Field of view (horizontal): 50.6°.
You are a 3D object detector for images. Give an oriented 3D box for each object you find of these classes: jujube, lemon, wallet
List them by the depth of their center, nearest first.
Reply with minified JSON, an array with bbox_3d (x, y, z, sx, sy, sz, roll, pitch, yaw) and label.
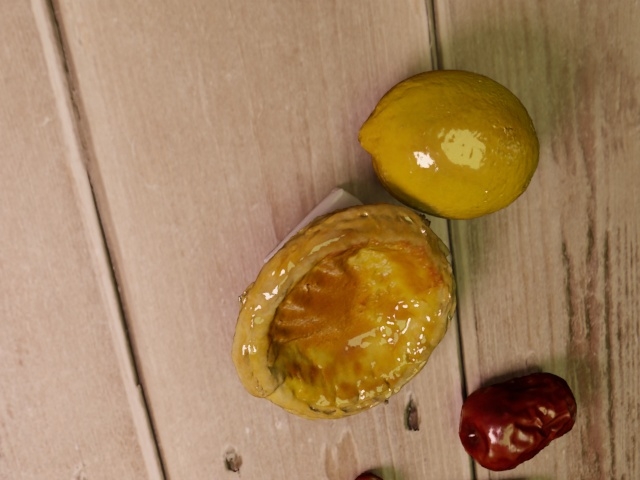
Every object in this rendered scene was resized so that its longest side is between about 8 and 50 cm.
[{"bbox_3d":[0.205,-0.147,1.048,0.263,0.236,0.236,-9,107,-36],"label":"lemon"},{"bbox_3d":[0.000,0.000,1.120,0.190,0.033,0.095,-45,114,-3],"label":"wallet"},{"bbox_3d":[0.369,0.330,1.260,0.230,0.155,0.155,-17,108,-15],"label":"jujube"}]

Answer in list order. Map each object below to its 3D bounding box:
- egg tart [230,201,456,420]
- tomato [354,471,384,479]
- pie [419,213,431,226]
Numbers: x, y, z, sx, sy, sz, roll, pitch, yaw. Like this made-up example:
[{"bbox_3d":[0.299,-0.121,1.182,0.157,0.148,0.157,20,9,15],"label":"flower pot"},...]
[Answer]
[{"bbox_3d":[0.034,0.103,1.061,0.388,0.169,0.388,-14,123,-22],"label":"egg tart"},{"bbox_3d":[0.090,0.470,1.244,0.087,0.075,0.087,-8,121,-14],"label":"tomato"},{"bbox_3d":[0.143,0.033,1.176,0.092,0.034,0.170,3,108,-20],"label":"pie"}]
